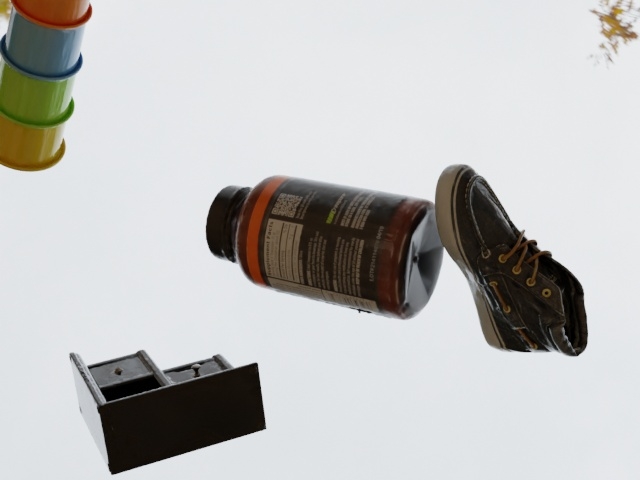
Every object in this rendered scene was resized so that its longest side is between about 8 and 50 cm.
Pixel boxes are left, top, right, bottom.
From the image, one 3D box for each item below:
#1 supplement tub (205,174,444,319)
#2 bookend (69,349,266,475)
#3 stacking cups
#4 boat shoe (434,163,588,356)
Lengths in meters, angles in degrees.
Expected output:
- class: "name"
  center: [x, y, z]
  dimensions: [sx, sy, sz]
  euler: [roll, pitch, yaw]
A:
- class: "supplement tub"
  center: [0.000, 0.000, 0.823]
  dimensions: [0.198, 0.106, 0.106]
  euler: [12, -72, 27]
- class: "bookend"
  center: [-0.157, 0.151, 0.958]
  dimensions: [0.157, 0.156, 0.072]
  euler: [-12, -73, -21]
- class: "stacking cups"
  center: [-0.274, -0.216, 0.956]
  dimensions: [0.096, 0.096, 0.316]
  euler: [31, -51, 4]
- class: "boat shoe"
  center: [0.160, 0.016, 0.769]
  dimensions: [0.083, 0.065, 0.183]
  euler: [2, -52, 43]
